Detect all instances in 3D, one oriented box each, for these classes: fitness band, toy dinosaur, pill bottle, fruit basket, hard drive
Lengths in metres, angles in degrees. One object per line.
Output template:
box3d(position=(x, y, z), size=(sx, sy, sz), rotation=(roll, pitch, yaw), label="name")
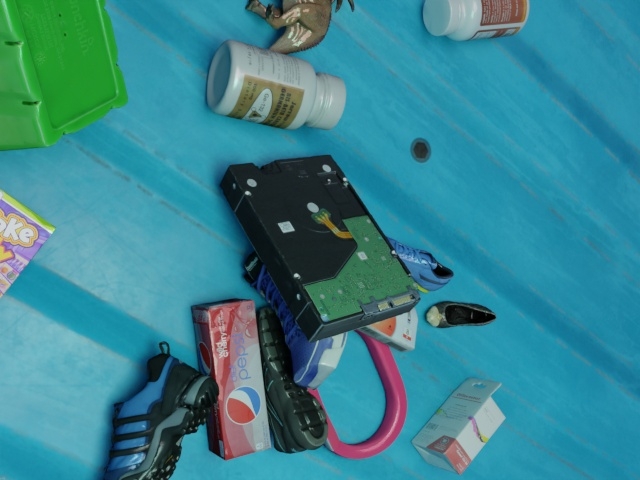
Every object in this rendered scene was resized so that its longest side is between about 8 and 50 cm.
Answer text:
box3d(position=(0.059, 0.283, 1.367), size=(0.209, 0.054, 0.291), rotation=(-28, 102, -30), label="fitness band")
box3d(position=(-0.016, -0.446, 1.324), size=(0.200, 0.127, 0.296), rotation=(18, 85, -34), label="toy dinosaur")
box3d(position=(-0.077, -0.269, 1.271), size=(0.229, 0.131, 0.131), rotation=(8, 84, -28), label="pill bottle")
box3d(position=(-0.495, -0.314, 0.980), size=(0.392, 0.392, 0.283), rotation=(58, 44, -14), label="fruit basket")
box3d(position=(0.331, -0.492, 1.513), size=(0.216, 0.121, 0.121), rotation=(-14, 94, -29), label="pill bottle")
box3d(position=(0.000, 0.000, 1.227), size=(0.237, 0.064, 0.339), rotation=(-13, 59, -38), label="hard drive")

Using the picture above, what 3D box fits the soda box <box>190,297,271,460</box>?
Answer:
box3d(position=(-0.155, 0.237, 1.230), size=(0.092, 0.083, 0.263), rotation=(-8, 92, -29), label="soda box")

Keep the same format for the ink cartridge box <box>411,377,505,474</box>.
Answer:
box3d(position=(0.295, 0.376, 1.453), size=(0.198, 0.115, 0.067), rotation=(-43, 106, -23), label="ink cartridge box")

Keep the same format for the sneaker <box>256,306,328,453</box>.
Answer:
box3d(position=(-0.078, 0.251, 1.262), size=(0.101, 0.106, 0.267), rotation=(3, 63, -47), label="sneaker")

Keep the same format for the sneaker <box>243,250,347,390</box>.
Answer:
box3d(position=(-0.053, 0.100, 1.246), size=(0.182, 0.127, 0.315), rotation=(19, 45, -14), label="sneaker")

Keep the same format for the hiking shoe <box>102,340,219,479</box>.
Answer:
box3d(position=(-0.294, 0.326, 1.152), size=(0.132, 0.113, 0.304), rotation=(33, 82, 18), label="hiking shoe")

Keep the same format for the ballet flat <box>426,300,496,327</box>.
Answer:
box3d(position=(0.299, 0.156, 1.503), size=(0.173, 0.049, 0.057), rotation=(0, 87, -29), label="ballet flat")

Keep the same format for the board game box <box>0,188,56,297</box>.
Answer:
box3d(position=(-0.592, -0.030, 0.989), size=(0.347, 0.078, 0.233), rotation=(39, 77, -21), label="board game box")

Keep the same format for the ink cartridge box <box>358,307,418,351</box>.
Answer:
box3d(position=(0.135, 0.111, 1.390), size=(0.145, 0.045, 0.179), rotation=(30, 60, -28), label="ink cartridge box")

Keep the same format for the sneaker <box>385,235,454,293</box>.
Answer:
box3d(position=(0.178, 0.033, 1.416), size=(0.209, 0.082, 0.069), rotation=(31, 49, -25), label="sneaker")
